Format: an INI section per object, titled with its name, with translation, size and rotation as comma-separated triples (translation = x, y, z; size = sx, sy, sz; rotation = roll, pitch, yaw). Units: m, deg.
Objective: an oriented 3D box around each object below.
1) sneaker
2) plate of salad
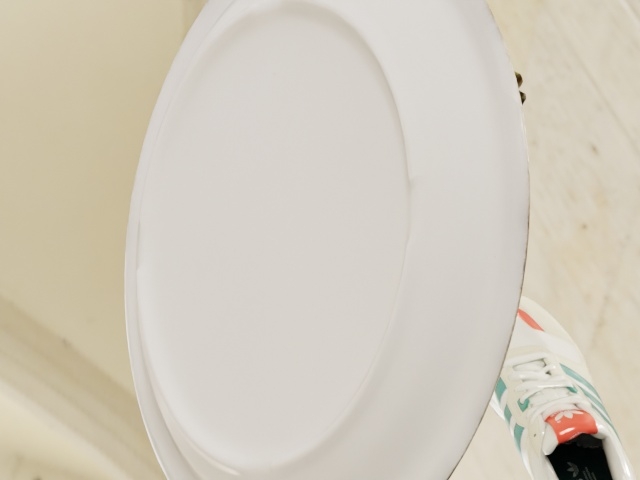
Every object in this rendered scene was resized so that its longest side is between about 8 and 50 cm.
[sneaker]
translation = 0.120, 0.086, 0.821
size = 0.057, 0.161, 0.075
rotation = -18, -26, -6
[plate of salad]
translation = 0.000, 0.000, 0.505
size = 0.048, 0.200, 0.200
rotation = 8, -47, -36
